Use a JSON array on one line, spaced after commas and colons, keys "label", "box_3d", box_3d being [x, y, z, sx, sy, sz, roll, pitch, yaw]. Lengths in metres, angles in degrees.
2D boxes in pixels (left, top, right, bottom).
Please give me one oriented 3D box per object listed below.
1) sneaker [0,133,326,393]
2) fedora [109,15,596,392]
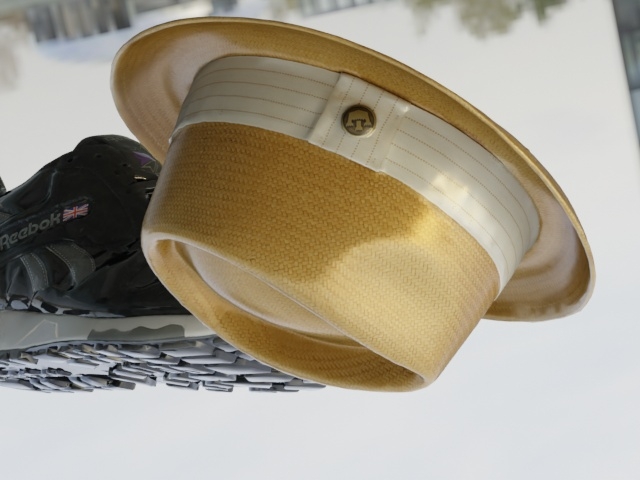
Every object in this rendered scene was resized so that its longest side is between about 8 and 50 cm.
[{"label": "sneaker", "box_3d": [-0.090, 0.004, 0.875, 0.283, 0.124, 0.107, -3, 164, 40]}, {"label": "fedora", "box_3d": [0.000, 0.000, 0.667, 0.194, 0.194, 0.079, -1, -125, 48]}]
